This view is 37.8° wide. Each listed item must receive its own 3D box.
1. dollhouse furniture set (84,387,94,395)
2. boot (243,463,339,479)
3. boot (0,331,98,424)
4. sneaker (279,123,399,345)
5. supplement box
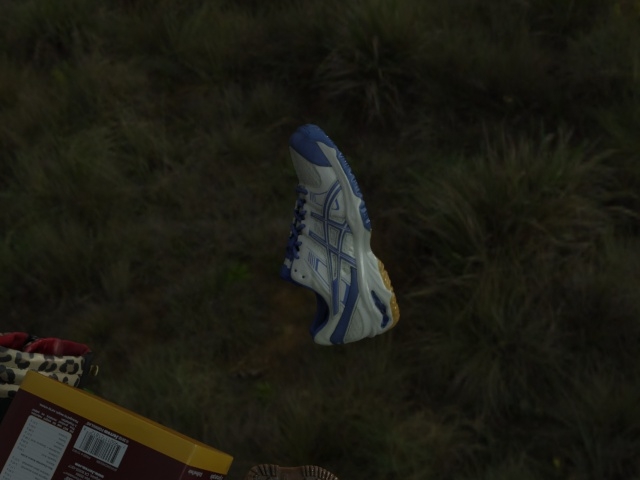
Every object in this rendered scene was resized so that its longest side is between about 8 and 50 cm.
[{"bbox_3d":[-0.520,0.391,1.590,0.301,0.151,0.197,-56,25,11],"label":"dollhouse furniture set"},{"bbox_3d":[-0.045,0.378,1.417,0.158,0.084,0.059,13,55,-15],"label":"boot"},{"bbox_3d":[-0.339,0.266,1.158,0.138,0.377,0.284,12,86,27],"label":"boot"},{"bbox_3d":[0.000,0.000,1.220,0.131,0.296,0.112,-20,7,-6],"label":"sneaker"},{"bbox_3d":[-0.221,0.259,0.904,0.191,0.129,0.194,20,77,16],"label":"supplement box"}]
